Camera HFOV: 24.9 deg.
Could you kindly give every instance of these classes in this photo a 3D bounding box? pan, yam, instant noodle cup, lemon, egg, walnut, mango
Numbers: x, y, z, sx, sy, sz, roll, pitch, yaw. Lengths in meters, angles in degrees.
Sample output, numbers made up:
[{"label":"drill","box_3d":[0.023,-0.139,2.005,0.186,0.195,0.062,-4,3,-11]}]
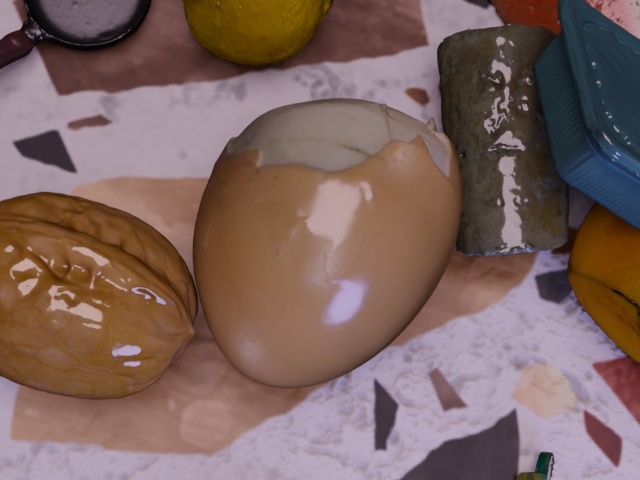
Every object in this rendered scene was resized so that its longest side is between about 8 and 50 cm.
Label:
[{"label":"pan","box_3d":[-0.235,-0.185,1.241,0.115,0.040,0.212,44,72,4]},{"label":"yam","box_3d":[0.155,-0.077,1.212,0.107,0.107,0.194,-2,80,-4]},{"label":"instant noodle cup","box_3d":[0.234,-0.091,1.140,0.157,0.070,0.179,28,41,-32]},{"label":"lemon","box_3d":[-0.054,-0.202,1.223,0.133,0.109,0.109,0,79,-12]},{"label":"egg","box_3d":[0.000,0.000,1.142,0.201,0.201,0.244,23,89,1]},{"label":"walnut","box_3d":[-0.196,0.044,1.145,0.206,0.159,0.159,19,78,6]},{"label":"mango","box_3d":[0.339,-0.007,1.195,0.257,0.138,0.187,-40,56,-10]}]

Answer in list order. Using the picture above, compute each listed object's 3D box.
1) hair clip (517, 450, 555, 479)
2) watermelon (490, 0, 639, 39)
[{"label":"hair clip","box_3d":[0.169,0.257,1.178,0.049,0.049,0.173,7,80,-2]},{"label":"watermelon","box_3d":[0.221,-0.213,1.273,0.119,0.063,0.245,-37,84,4]}]
